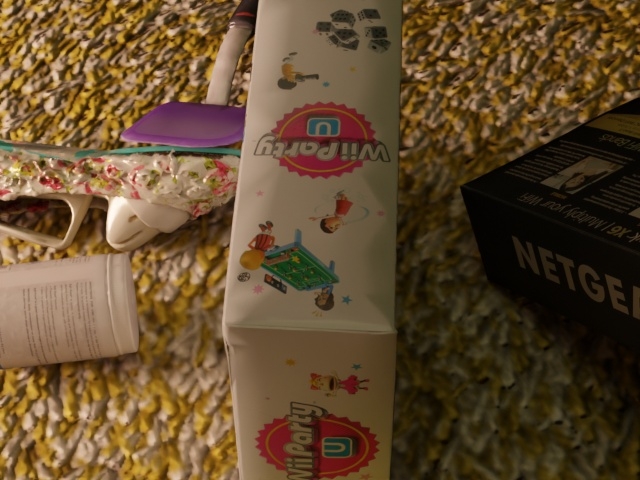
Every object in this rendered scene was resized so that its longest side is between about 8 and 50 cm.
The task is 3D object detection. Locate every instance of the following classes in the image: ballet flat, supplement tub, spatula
[{"bbox_3d":[-0.164,-0.030,1.080,0.241,0.091,0.077,3,81,11],"label":"ballet flat"},{"bbox_3d":[-0.179,0.048,1.009,0.107,0.071,0.071,-6,50,-2],"label":"supplement tub"},{"bbox_3d":[-0.066,-0.143,1.153,0.084,0.030,0.296,6,39,13],"label":"spatula"}]

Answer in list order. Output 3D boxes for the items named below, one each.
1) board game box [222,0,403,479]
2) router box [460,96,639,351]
[{"bbox_3d":[0.000,0.000,0.941,0.098,0.224,0.303,2,51,2],"label":"board game box"},{"bbox_3d":[0.271,-0.021,0.944,0.243,0.081,0.309,-26,23,-17],"label":"router box"}]
